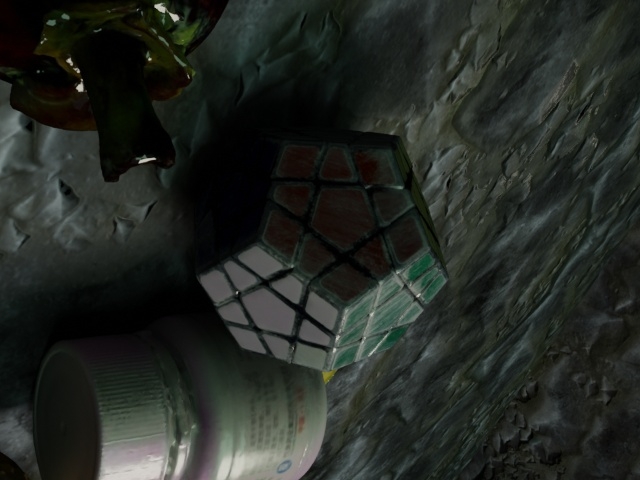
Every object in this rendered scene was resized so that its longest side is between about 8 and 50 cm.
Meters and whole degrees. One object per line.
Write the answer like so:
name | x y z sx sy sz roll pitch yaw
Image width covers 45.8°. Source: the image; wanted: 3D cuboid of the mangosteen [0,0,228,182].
mangosteen | -0.148 -0.175 0.509 0.231 0.289 0.231 -27 159 -11

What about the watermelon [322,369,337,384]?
watermelon | -0.049 0.204 1.258 0.204 0.127 0.232 -9 139 -56

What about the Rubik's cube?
Rubik's cube | 0.000 0.000 0.924 0.264 0.319 0.319 26 109 -32

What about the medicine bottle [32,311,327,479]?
medicine bottle | -0.181 0.224 0.993 0.325 0.256 0.256 0 128 -42

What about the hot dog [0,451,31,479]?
hot dog | -0.430 0.420 0.844 0.365 0.196 0.367 111 -7 -57
